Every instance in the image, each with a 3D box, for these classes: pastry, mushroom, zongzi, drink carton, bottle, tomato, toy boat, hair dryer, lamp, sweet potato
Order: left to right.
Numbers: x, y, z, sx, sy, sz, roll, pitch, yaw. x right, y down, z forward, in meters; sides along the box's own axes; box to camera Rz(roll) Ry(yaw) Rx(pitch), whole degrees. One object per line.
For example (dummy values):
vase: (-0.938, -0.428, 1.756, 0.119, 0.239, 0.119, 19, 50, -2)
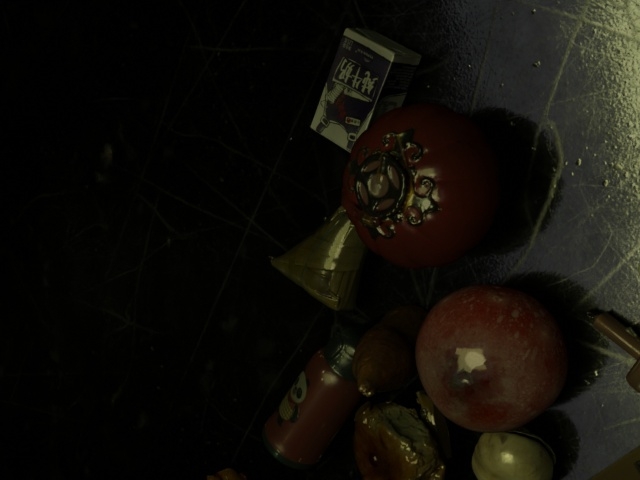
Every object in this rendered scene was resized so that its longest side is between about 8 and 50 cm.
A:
zongzi: (0.000, 0.000, 1.964, 0.256, 0.115, 0.228, 31, 110, 44)
bottle: (0.013, 0.318, 1.959, 0.144, 0.144, 0.336, 45, 117, 26)
drink carton: (0.087, -0.292, 1.861, 0.134, 0.102, 0.222, 34, 116, 29)
sweet potato: (0.116, 0.221, 1.739, 0.131, 0.336, 0.131, 6, 105, 22)
pastry: (0.149, 0.420, 1.847, 0.218, 0.100, 0.229, -47, 63, 54)
lamp: (0.181, -0.098, 1.702, 0.303, 0.257, 0.303, 3, 95, 41)
toy boat: (0.220, 0.369, 1.851, 0.049, 0.047, 0.149, -18, 84, 38)
tomato: (0.293, 0.210, 1.661, 0.270, 0.227, 0.270, 10, 109, 33)
mushroom: (0.351, 0.399, 1.710, 0.154, 0.122, 0.154, 14, 138, 13)
hair dryer: (0.525, 0.168, 1.583, 0.181, 0.064, 0.117, 42, 118, 34)

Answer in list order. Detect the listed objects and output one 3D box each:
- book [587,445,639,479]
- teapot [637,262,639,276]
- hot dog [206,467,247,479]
book: (0.503, 0.523, 1.624, 0.310, 0.021, 0.217, -47, 51, 32)
teapot: (0.625, 0.012, 1.435, 0.299, 0.166, 0.208, -13, 127, 46)
hot dog: (-0.167, 0.688, 2.153, 0.158, 0.117, 0.349, -43, 70, 39)
